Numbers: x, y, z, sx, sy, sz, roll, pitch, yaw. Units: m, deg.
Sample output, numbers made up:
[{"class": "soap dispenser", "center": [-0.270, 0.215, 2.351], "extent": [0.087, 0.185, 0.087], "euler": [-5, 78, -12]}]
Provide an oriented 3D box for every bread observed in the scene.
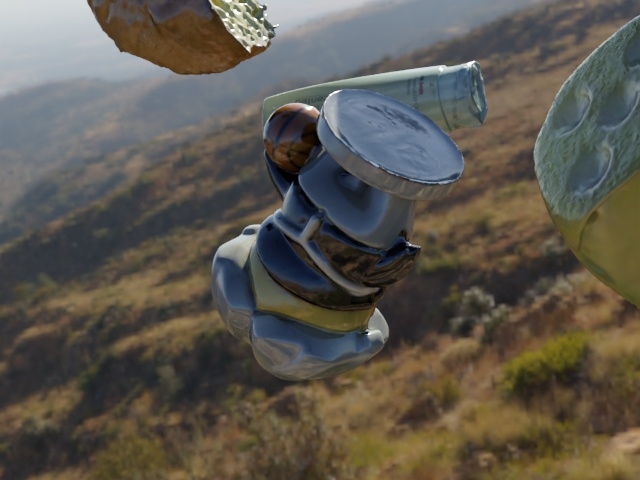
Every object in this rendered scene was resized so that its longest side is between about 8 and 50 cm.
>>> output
[{"class": "bread", "center": [-0.152, -0.248, 1.063], "extent": [0.134, 0.260, 0.129], "euler": [-30, -13, 25]}]

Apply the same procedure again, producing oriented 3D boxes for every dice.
[{"class": "dice", "center": [0.366, -0.073, 1.123], "extent": [0.233, 0.238, 0.227], "euler": [-43, 26, 30]}]

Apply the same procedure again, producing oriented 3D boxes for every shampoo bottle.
[{"class": "shampoo bottle", "center": [0.048, -0.122, 1.083], "extent": [0.212, 0.072, 0.049], "euler": [-10, -19, 22]}]

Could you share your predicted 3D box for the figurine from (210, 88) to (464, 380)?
[{"class": "figurine", "center": [0.000, 0.000, 0.929], "extent": [0.133, 0.236, 0.176], "euler": [-14, 50, -46]}]
